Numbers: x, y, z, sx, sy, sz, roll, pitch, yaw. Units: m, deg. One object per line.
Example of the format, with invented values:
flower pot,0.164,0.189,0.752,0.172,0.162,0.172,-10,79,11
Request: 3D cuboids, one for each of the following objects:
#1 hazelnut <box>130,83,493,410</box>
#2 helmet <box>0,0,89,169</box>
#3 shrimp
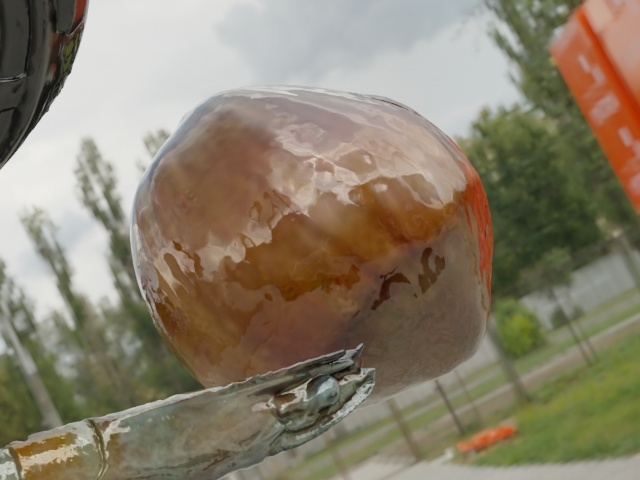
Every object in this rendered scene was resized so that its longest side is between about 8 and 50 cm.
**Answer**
hazelnut,0.000,0.000,1.362,0.372,0.372,0.315,-20,-26,-44
helmet,-0.223,-0.156,0.761,0.279,0.230,0.160,-50,5,29
shrimp,-0.109,0.146,0.854,0.317,0.062,0.164,-20,-24,-18
